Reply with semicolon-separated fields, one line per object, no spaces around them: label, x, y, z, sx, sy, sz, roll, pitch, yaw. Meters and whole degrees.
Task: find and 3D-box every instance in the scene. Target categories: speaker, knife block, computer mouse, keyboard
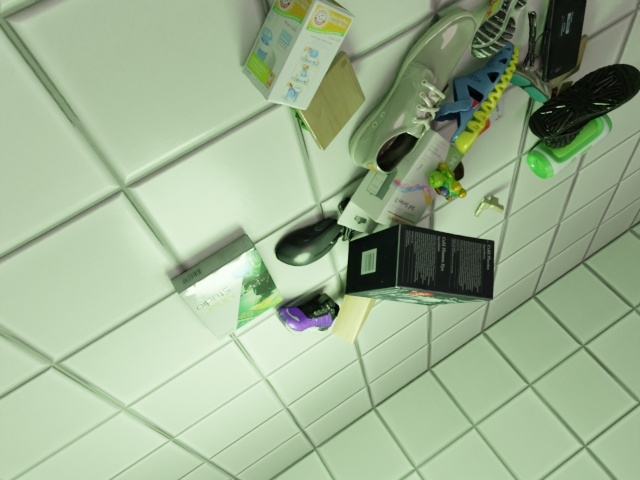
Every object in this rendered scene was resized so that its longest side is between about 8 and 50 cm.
speaker;0.897;-0.351;2.005;0.296;0.131;0.131;-36;148;-3
knife block;0.129;0.195;1.883;0.276;0.088;0.242;-60;164;-14
computer mouse;0.000;0.000;1.608;0.272;0.072;0.188;-27;147;-17
keyboard;0.626;-0.575;1.492;0.201;0.033;0.317;-25;133;-12

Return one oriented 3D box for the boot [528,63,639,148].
boot;0.849;-0.422;1.778;0.348;0.131;0.260;-25;166;32

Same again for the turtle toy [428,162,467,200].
turtle toy;0.335;-0.155;1.496;0.066;0.095;0.130;-36;147;17

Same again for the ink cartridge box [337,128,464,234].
ink cartridge box;0.225;-0.146;1.559;0.207;0.119;0.353;16;112;-52

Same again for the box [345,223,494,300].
box;0.285;0.086;1.650;0.312;0.179;0.343;8;169;-20

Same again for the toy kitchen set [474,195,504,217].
toy kitchen set;0.640;-0.122;2.101;0.068;0.083;0.075;-66;179;-51

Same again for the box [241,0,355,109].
box;-0.045;-0.371;1.052;0.103;0.114;0.203;2;130;-44

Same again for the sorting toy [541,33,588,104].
sorting toy;0.728;-0.537;1.677;0.132;0.046;0.274;-33;147;-9

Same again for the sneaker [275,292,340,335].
sneaker;-0.030;0.234;1.859;0.146;0.102;0.293;-50;152;13

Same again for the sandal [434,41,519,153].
sandal;0.409;-0.396;1.467;0.317;0.138;0.126;-58;171;-4

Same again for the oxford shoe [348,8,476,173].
oxford shoe;0.242;-0.345;1.363;0.169;0.130;0.449;12;122;-48

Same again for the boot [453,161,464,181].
boot;0.369;-0.196;1.692;0.106;0.082;0.219;-29;165;-2

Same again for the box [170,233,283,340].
box;-0.248;0.142;1.554;0.232;0.058;0.322;-33;149;-9

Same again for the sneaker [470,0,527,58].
sneaker;0.434;-0.539;1.341;0.081;0.094;0.209;28;112;-13

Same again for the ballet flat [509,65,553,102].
ballet flat;0.607;-0.473;1.621;0.213;0.072;0.068;18;88;-37

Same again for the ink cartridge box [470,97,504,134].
ink cartridge box;0.469;-0.384;1.616;0.145;0.045;0.179;-38;151;-2

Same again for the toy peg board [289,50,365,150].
toy peg board;0.003;-0.316;1.227;0.161;0.079;0.161;-52;150;-8
